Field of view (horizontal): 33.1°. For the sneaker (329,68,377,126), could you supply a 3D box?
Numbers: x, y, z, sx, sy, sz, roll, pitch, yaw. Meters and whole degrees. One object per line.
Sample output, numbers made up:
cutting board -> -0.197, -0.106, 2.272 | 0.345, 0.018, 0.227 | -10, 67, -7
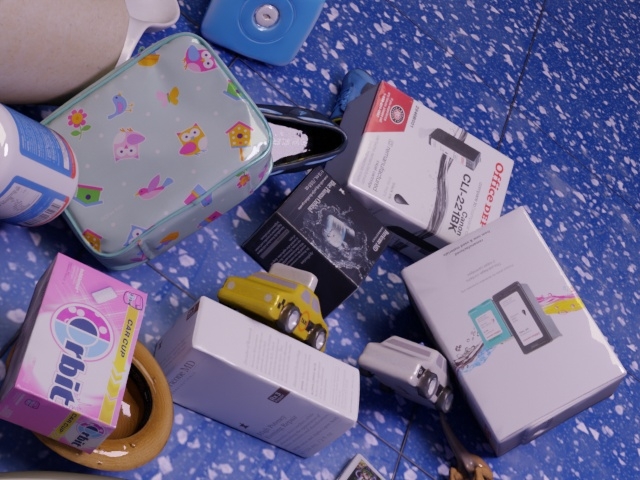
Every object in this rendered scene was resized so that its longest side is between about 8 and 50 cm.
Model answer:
sneaker -> 0.052, -0.221, 1.808 | 0.082, 0.069, 0.209 | 17, 46, -27

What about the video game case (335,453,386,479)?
video game case -> 0.073, 0.381, 1.324 | 0.190, 0.022, 0.173 | 45, 38, 1

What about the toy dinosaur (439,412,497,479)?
toy dinosaur -> 0.204, 0.310, 1.488 | 0.211, 0.064, 0.112 | 52, 20, -6

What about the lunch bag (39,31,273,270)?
lunch bag -> -0.207, -0.116, 1.338 | 0.279, 0.108, 0.224 | -35, 76, -9

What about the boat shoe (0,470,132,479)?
boat shoe -> -0.285, 0.278, 1.024 | 0.340, 0.127, 0.113 | 14, 77, -44

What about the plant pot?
plant pot -> -0.412, -0.290, 1.286 | 0.305, 0.334, 0.334 | 4, 53, -54

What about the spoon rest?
spoon rest -> -0.281, -0.325, 1.588 | 0.137, 0.084, 0.276 | 29, 42, -20

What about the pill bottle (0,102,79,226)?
pill bottle -> -0.366, -0.091, 1.176 | 0.124, 0.124, 0.221 | 58, 6, 15

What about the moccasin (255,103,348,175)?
moccasin -> -0.122, -0.145, 1.468 | 0.342, 0.117, 0.138 | -12, 99, -26

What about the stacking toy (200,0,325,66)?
stacking toy -> -0.115, -0.444, 1.819 | 0.175, 0.166, 0.302 | 17, 31, -26

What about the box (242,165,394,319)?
box -> 0.000, 0.000, 1.543 | 0.158, 0.093, 0.156 | 43, 38, -4

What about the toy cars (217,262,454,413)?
toy cars -> 0.039, 0.120, 1.396 | 0.393, 0.176, 0.087 | 28, 78, -21

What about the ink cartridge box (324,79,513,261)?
ink cartridge box -> 0.152, -0.091, 1.697 | 0.273, 0.114, 0.197 | 29, 64, -21

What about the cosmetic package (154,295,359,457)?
cosmetic package -> -0.077, 0.169, 1.301 | 0.231, 0.117, 0.085 | 25, 43, -22

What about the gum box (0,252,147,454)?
gum box -> -0.252, 0.109, 1.109 | 0.107, 0.062, 0.188 | 27, 42, -21

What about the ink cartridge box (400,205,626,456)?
ink cartridge box -> 0.267, 0.135, 1.521 | 0.270, 0.197, 0.198 | 61, -1, 19

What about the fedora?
fedora -> -0.256, 0.174, 1.163 | 0.194, 0.079, 0.194 | 25, 42, -25
